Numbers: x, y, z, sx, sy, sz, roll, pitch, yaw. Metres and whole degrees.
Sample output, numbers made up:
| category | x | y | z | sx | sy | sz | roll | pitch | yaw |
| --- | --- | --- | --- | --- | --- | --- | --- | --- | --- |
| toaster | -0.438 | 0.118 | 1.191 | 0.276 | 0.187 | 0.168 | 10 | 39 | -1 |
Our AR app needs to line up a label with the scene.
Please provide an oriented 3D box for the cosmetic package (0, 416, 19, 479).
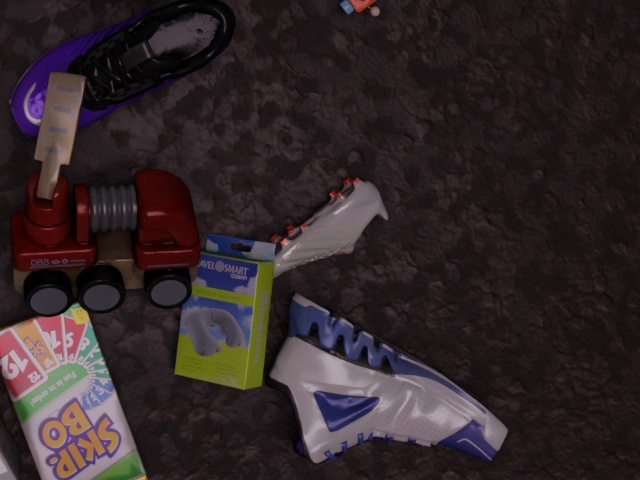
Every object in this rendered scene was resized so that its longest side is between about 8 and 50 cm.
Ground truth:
| category | x | y | z | sx | sy | sz | roll | pitch | yaw |
| --- | --- | --- | --- | --- | --- | --- | --- | --- | --- |
| cosmetic package | -0.492 | 0.138 | 1.710 | 0.155 | 0.197 | 0.365 | -29 | 99 | -7 |

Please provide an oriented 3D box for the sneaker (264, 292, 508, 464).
| category | x | y | z | sx | sy | sz | roll | pitch | yaw |
| --- | --- | --- | --- | --- | --- | --- | --- | --- | --- |
| sneaker | 0.059 | 0.216 | 1.884 | 0.316 | 0.127 | 0.182 | 30 | 92 | -7 |

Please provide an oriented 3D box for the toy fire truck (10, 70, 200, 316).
| category | x | y | z | sx | sy | sz | roll | pitch | yaw |
| --- | --- | --- | --- | --- | --- | --- | --- | --- | --- |
| toy fire truck | -0.252 | -0.056 | 1.736 | 0.217 | 0.158 | 0.246 | -3 | 134 | -12 |

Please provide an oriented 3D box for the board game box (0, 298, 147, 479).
| category | x | y | z | sx | sy | sz | roll | pitch | yaw |
| --- | --- | --- | --- | --- | --- | --- | --- | --- | --- |
| board game box | -0.308 | 0.212 | 1.841 | 0.124 | 0.039 | 0.259 | -20 | 102 | -9 |

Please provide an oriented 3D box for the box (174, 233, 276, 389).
| category | x | y | z | sx | sy | sz | roll | pitch | yaw |
| --- | --- | --- | --- | --- | --- | --- | --- | --- | --- |
| box | -0.116 | 0.086 | 1.837 | 0.109 | 0.042 | 0.178 | 9 | 95 | 29 |

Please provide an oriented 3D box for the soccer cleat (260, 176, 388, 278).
| category | x | y | z | sx | sy | sz | roll | pitch | yaw |
| --- | --- | --- | --- | --- | --- | --- | --- | --- | --- |
| soccer cleat | 0.000 | 0.000 | 1.871 | 0.196 | 0.068 | 0.076 | -38 | 105 | -9 |

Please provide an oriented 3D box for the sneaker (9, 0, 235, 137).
| category | x | y | z | sx | sy | sz | roll | pitch | yaw |
| --- | --- | --- | --- | --- | --- | --- | --- | --- | --- |
| sneaker | -0.231 | -0.212 | 1.757 | 0.293 | 0.146 | 0.102 | -29 | 101 | -9 |

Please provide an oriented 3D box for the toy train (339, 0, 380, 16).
| category | x | y | z | sx | sy | sz | roll | pitch | yaw |
| --- | --- | --- | --- | --- | --- | --- | --- | --- | --- |
| toy train | 0.068 | -0.364 | 1.862 | 0.166 | 0.046 | 0.125 | -42 | 104 | -2 |
